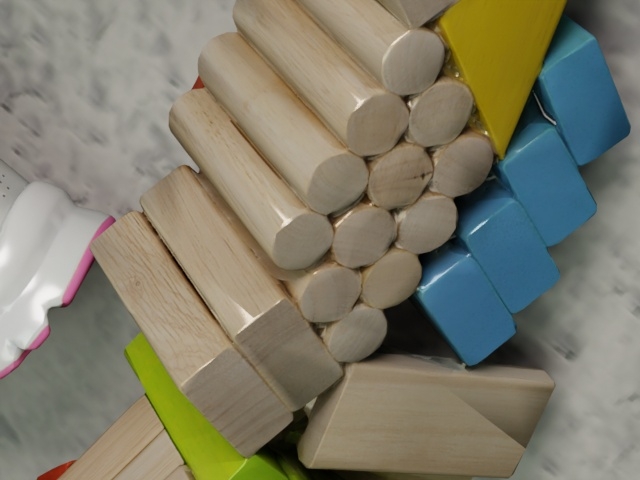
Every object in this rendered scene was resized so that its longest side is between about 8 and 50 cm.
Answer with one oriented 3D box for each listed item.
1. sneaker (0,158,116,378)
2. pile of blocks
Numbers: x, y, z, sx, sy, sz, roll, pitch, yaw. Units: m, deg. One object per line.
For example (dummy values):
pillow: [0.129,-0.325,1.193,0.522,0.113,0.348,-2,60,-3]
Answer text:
sneaker: [-0.196,0.025,0.638,0.252,0.103,0.111,-33,108,25]
pile of blocks: [0.000,0.000,0.566,0.112,0.149,0.362,51,122,49]
